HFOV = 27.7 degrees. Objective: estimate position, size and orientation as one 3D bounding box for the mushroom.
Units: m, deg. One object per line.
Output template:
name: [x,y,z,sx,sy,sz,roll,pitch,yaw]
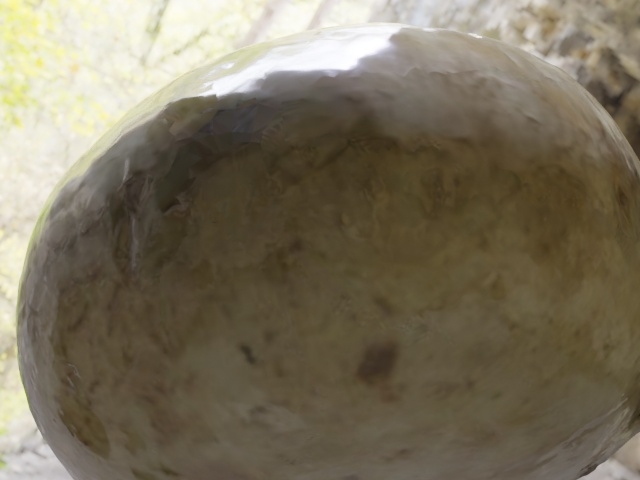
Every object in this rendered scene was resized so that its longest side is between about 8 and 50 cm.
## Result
mushroom: [0.000,0.000,0.487,0.189,0.253,0.195,67,9,-57]
